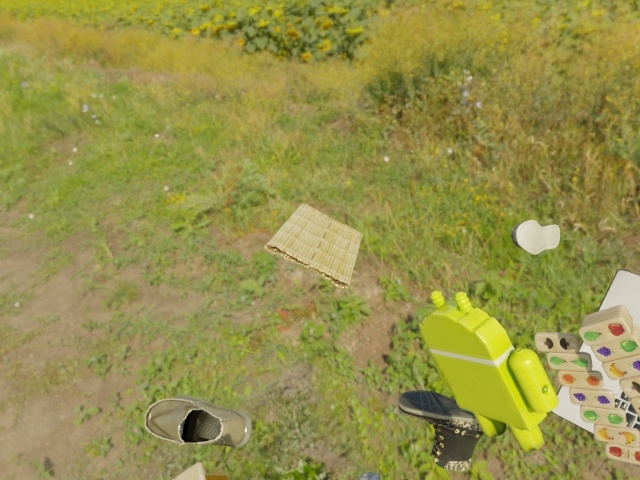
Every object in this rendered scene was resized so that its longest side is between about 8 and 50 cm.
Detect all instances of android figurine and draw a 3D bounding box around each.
[{"bbox_3d":[0.255,0.202,0.879,0.056,0.273,0.248,-30,7,-23],"label":"android figurine"}]

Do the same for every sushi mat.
[{"bbox_3d":[0.000,0.000,1.032,0.151,0.019,0.316,29,18,0],"label":"sushi mat"}]

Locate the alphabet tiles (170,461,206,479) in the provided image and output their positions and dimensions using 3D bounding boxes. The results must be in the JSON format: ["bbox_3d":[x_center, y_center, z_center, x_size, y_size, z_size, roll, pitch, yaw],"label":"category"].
[{"bbox_3d":[-0.153,0.370,0.525,0.198,0.009,0.237,-39,54,22],"label":"alphabet tiles"}]

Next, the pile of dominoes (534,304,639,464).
[{"bbox_3d":[0.425,0.208,0.729,0.196,0.251,0.040,-30,4,40],"label":"pile of dominoes"}]

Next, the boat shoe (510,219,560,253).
[{"bbox_3d":[0.288,-0.007,0.756,0.038,0.046,0.125,3,6,44],"label":"boat shoe"}]

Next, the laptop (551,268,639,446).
[{"bbox_3d":[0.718,0.253,1.085,0.408,0.236,0.382,24,79,37],"label":"laptop"}]

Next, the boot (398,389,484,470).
[{"bbox_3d":[0.282,0.459,1.312,0.236,0.179,0.085,11,22,-7],"label":"boot"}]

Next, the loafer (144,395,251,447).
[{"bbox_3d":[-0.260,0.358,1.097,0.251,0.087,0.094,-4,69,26],"label":"loafer"}]

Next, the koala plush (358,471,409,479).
[{"bbox_3d":[0.260,0.863,1.787,0.221,0.196,0.203,-23,43,25],"label":"koala plush"}]

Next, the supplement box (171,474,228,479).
[{"bbox_3d":[-0.307,0.625,1.203,0.194,0.191,0.129,-36,58,7],"label":"supplement box"}]
